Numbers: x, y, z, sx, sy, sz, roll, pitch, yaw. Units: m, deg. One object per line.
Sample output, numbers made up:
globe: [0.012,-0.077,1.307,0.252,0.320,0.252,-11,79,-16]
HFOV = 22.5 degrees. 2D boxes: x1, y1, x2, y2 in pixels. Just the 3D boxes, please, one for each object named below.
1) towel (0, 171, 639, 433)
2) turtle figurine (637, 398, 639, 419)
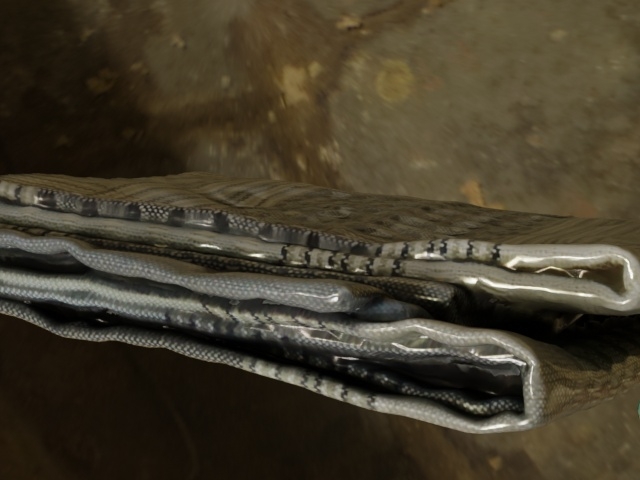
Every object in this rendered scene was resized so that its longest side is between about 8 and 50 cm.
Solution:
towel: [0.000,0.000,0.618,0.312,0.324,0.056,10,98,26]
turtle figurine: [0.178,-0.011,0.428,0.175,0.234,0.118,-10,108,36]
